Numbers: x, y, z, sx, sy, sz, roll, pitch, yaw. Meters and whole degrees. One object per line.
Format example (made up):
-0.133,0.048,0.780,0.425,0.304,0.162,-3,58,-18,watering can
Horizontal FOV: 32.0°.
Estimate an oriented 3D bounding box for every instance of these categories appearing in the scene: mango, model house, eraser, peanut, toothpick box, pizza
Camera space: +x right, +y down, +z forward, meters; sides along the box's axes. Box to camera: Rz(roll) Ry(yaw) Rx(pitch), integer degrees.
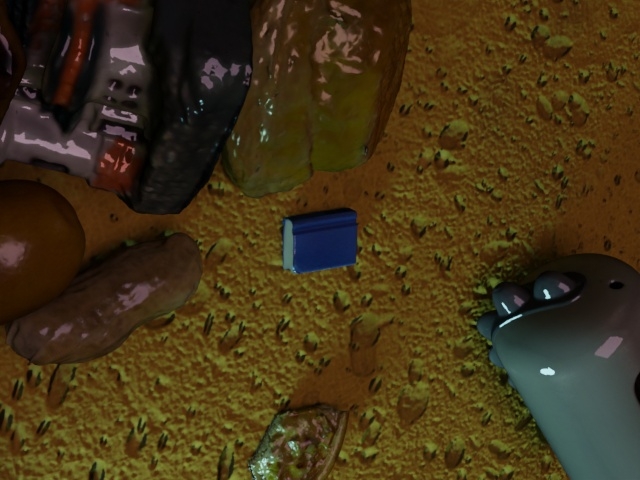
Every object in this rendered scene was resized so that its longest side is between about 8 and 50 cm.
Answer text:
-0.318,0.024,1.000,0.221,0.151,0.120,-24,80,5,mango
-0.231,-0.162,0.936,0.301,0.271,0.190,10,63,-20,model house
0.000,0.000,1.251,0.085,0.027,0.063,-9,110,-28,eraser
-0.212,0.059,1.109,0.214,0.099,0.099,-34,119,-23,peanut
0.335,0.156,1.401,0.229,0.229,0.316,-42,119,-13,toothpick box
-0.027,0.257,1.307,0.099,0.036,0.160,34,86,-33,pizza

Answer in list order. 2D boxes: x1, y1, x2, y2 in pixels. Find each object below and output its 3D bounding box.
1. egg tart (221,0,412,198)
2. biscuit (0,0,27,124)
0.013,-0.171,1.050,0.128,0.319,0.319,19,95,8,egg tart
-0.402,-0.164,0.858,0.359,0.046,0.359,2,116,5,biscuit
